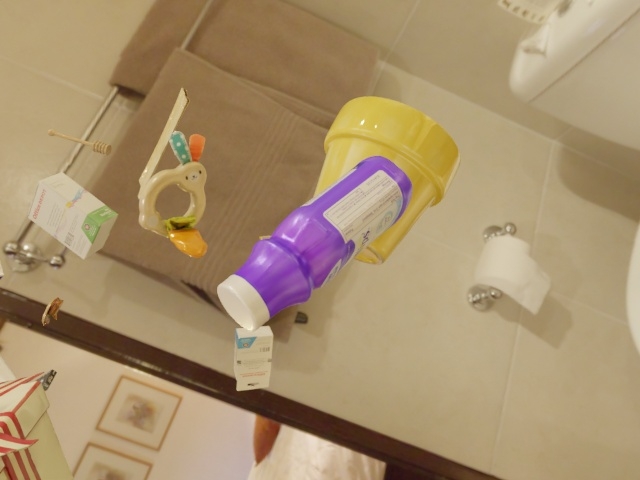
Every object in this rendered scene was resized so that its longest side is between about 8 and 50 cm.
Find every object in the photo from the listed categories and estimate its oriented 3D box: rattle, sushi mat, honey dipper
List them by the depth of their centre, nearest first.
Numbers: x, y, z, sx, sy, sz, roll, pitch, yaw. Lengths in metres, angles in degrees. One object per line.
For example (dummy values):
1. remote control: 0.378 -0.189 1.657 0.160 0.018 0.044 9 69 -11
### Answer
1. rattle: -0.232 -0.090 0.834 0.199 0.130 0.143 -62 31 -1
2. honey dipper: -0.616 -0.253 1.193 0.030 0.161 0.030 -164 90 -89
3. sushi mat: -0.446 -0.273 1.326 0.316 0.019 0.151 -59 31 15

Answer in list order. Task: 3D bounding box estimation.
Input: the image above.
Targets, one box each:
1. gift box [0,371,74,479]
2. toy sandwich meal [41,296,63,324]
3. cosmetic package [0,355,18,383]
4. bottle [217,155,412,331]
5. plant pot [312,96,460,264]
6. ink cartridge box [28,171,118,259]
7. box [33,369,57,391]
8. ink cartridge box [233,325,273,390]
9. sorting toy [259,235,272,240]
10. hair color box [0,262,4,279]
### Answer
1. gift box: -0.483 0.341 0.635 0.255 0.277 0.257 -141 37 -72
2. toy sandwich meal: -0.756 0.201 1.328 0.085 0.029 0.085 -159 90 -75
3. cosmetic package: -0.864 0.429 0.965 0.453 0.230 0.161 -31 -36 -39
4. bottle: 0.000 0.000 0.592 0.283 0.092 0.118 -39 -14 -32
5. plant pot: 0.098 -0.094 0.879 0.238 0.254 0.254 -62 4 -13
6. ink cartridge box: -0.733 -0.073 1.389 0.154 0.212 0.093 -52 4 30
7. box: -0.818 0.424 1.373 0.083 0.018 0.067 -32 28 16
8. ink cartridge box: -0.202 0.350 1.396 0.060 0.104 0.180 -135 48 -62
9. sorting toy: -0.158 0.027 1.385 0.083 0.045 0.075 -4 -60 -47
10. hair color box: -1.212 0.062 1.464 0.110 0.185 0.339 -34 -18 26
